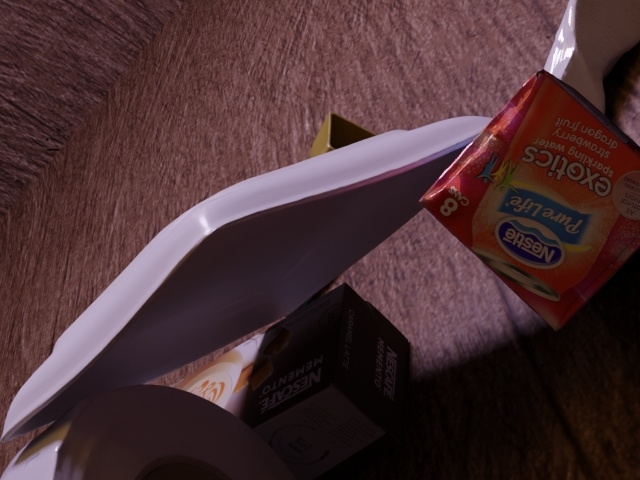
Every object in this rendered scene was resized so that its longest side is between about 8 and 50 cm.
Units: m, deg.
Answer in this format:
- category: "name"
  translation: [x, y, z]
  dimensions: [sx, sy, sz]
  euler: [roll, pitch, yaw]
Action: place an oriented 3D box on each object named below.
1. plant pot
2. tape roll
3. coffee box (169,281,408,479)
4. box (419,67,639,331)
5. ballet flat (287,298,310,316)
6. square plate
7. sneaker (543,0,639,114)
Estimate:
- category: "plant pot"
  translation: [0.024, -0.082, 1.559]
  dimensions: [0.083, 0.081, 0.081]
  euler: [-55, 18, 32]
- category: "tape roll"
  translation: [-0.122, 0.257, 1.059]
  dimensions: [0.100, 0.286, 0.286]
  euler: [-39, 26, 32]
- category: "coffee box"
  translation: [-0.045, 0.164, 1.253]
  dimensions: [0.246, 0.098, 0.141]
  euler: [-31, 29, 28]
- category: "box"
  translation: [0.174, -0.034, 0.972]
  dimensions: [0.122, 0.128, 0.257]
  euler: [-48, -7, 13]
- category: "ballet flat"
  translation: [0.000, 0.000, 1.497]
  dimensions: [0.188, 0.070, 0.070]
  euler: [-53, 22, 1]
- category: "square plate"
  translation: [-0.057, 0.019, 1.059]
  dimensions: [0.344, 0.049, 0.347]
  euler: [-21, -15, -45]
- category: "sneaker"
  translation: [0.237, -0.166, 1.264]
  dimensions: [0.212, 0.080, 0.094]
  euler: [-64, 12, -21]
